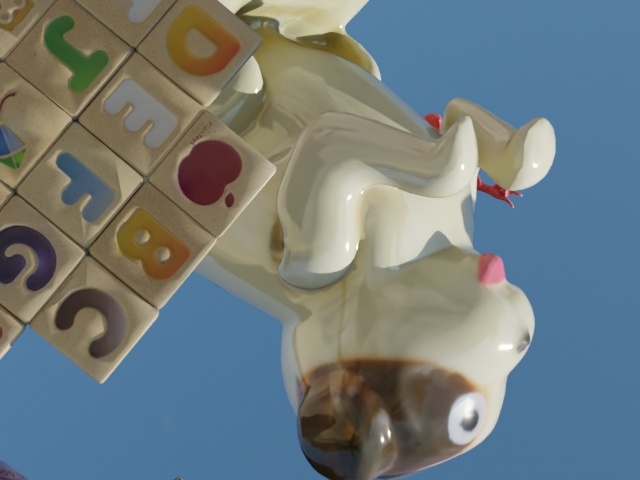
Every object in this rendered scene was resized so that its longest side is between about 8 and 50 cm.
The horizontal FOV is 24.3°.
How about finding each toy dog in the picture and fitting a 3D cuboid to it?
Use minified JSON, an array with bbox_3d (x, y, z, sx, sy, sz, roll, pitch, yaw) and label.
[{"bbox_3d":[0.000,0.000,1.198,0.395,0.284,0.408,-39,-103,18],"label":"toy dog"}]

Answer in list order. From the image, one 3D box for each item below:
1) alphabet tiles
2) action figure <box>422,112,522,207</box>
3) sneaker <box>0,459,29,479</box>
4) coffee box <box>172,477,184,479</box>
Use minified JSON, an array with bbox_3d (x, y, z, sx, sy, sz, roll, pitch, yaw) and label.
[{"bbox_3d":[-0.211,-0.087,0.905,0.285,0.342,0.011,-51,180,-7],"label":"alphabet tiles"},{"bbox_3d":[0.126,-0.040,1.647,0.139,0.091,0.280,23,-122,18],"label":"action figure"},{"bbox_3d":[-0.301,0.232,1.112,0.124,0.107,0.283,21,-158,21],"label":"sneaker"},{"bbox_3d":[-0.157,0.391,1.353,0.168,0.119,0.297,-37,-148,35],"label":"coffee box"}]
